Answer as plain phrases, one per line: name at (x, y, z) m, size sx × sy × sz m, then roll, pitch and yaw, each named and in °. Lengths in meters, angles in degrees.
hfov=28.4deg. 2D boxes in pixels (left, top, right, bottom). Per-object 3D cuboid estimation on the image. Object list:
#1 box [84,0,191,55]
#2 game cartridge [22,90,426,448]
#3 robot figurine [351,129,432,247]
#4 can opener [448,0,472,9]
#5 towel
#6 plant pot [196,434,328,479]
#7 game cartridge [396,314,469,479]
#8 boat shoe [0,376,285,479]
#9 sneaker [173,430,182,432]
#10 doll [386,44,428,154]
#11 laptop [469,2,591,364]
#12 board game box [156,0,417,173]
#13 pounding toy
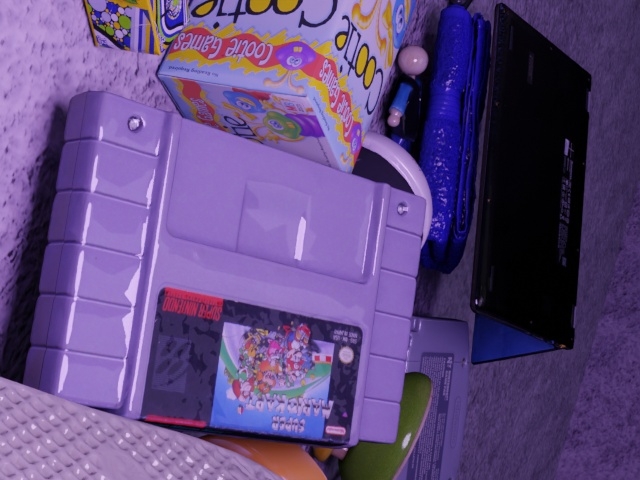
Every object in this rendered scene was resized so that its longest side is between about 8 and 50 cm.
box at (-0.143, -0.220, 0.912) m, size 0.054 × 0.059 × 0.169 m, roll -60°, pitch 152°, yaw -42°
game cartridge at (-0.055, 0.039, 0.995) m, size 0.355 × 0.068 × 0.230 m, roll 15°, pitch 75°, yaw -43°
robot figurine at (-0.001, 0.002, 1.231) m, size 0.278 × 0.173 × 0.209 m, roll -49°, pitch 154°, yaw -50°
can opener at (0.223, -0.379, 1.726) m, size 0.186 × 0.073 × 0.059 m, roll -54°, pitch 157°, yaw -29°
towel at (0.177, -0.123, 1.636) m, size 0.227 × 0.076 × 0.308 m, roll 50°, pitch 48°, yaw -75°
plant pot at (-0.113, 0.273, 1.089) m, size 0.188 × 0.205 × 0.205 m, roll -1°, pitch 102°, yaw -52°
game cartridge at (0.139, 0.254, 1.776) m, size 0.198 × 0.062 × 0.297 m, roll 11°, pitch 86°, yaw -60°
boat shoe at (-0.123, 0.233, 0.863) m, size 0.500 × 0.187 × 0.156 m, roll 29°, pitch 108°, yaw -37°
sneaker at (-0.127, 0.131, 1.110) m, size 0.178 × 0.077 × 0.072 m, roll -54°, pitch 149°, yaw -46°
doll at (0.105, -0.149, 1.570) m, size 0.129 × 0.046 × 0.189 m, roll -52°, pitch 147°, yaw -66°
laptop at (0.224, -0.051, 1.700) m, size 0.408 × 0.236 × 0.382 m, roll 23°, pitch 69°, yaw -52°
board game box at (-0.010, -0.210, 1.130) m, size 0.144 × 0.142 × 0.275 m, roll 62°, pitch 45°, yaw -58°
pounding toy at (0.037, 0.243, 1.572) m, size 0.237 × 0.110 × 0.183 m, roll -58°, pitch -174°, yaw 38°
